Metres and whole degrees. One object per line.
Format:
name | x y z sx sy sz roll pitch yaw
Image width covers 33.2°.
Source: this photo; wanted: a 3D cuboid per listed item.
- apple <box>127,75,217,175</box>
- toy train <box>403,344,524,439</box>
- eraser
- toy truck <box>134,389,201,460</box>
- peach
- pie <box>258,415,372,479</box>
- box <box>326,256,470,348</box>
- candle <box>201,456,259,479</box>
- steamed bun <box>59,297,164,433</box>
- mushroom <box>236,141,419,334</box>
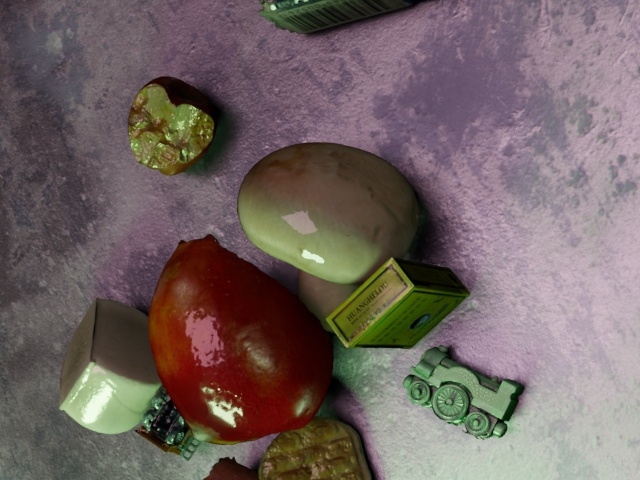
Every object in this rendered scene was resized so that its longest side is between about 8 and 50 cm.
apple | -0.266 -0.199 1.902 0.156 0.147 0.158 27 112 -5
toy train | 0.214 0.232 1.638 0.178 0.071 0.104 26 90 27
eraser | 0.063 -0.426 1.729 0.332 0.155 0.101 -10 79 28
toy truck | -0.220 0.281 1.836 0.080 0.115 0.177 27 78 29
peach | -0.133 0.147 1.678 0.281 0.281 0.338 -22 78 26
pie | -0.008 0.379 1.711 0.195 0.046 0.195 2 73 -8
box | 0.121 0.099 1.614 0.141 0.220 0.064 -45 68 17
candle | -0.174 0.519 1.711 0.131 0.287 0.317 19 92 24
steamed bun | -0.354 0.226 1.878 0.146 0.164 0.241 -54 23 19
mushroom | 0.000 0.000 1.673 0.292 0.292 0.290 30 122 28
